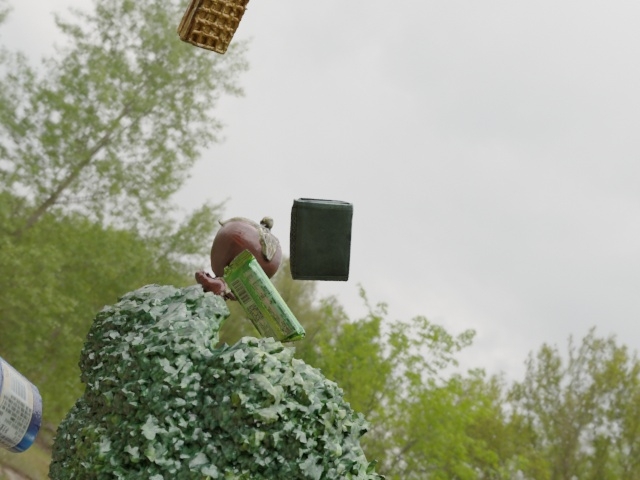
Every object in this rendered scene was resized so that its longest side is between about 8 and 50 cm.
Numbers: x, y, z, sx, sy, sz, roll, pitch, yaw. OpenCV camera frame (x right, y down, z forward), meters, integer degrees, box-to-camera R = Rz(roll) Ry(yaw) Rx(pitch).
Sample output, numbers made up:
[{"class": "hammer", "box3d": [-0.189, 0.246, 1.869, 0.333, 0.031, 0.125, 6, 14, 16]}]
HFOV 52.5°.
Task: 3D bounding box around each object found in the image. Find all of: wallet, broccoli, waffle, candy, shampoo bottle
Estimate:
[{"class": "wallet", "box3d": [0.000, 0.000, 0.924, 0.088, 0.026, 0.129, 2, -61, -1]}, {"class": "broccoli", "box3d": [-0.070, 0.154, 0.435, 0.269, 0.261, 0.241, -17, -14, 29]}, {"class": "waffle", "box3d": [-0.186, -0.416, 1.164, 0.042, 0.102, 0.148, 49, -59, 31]}, {"class": "candy", "box3d": [-0.100, 0.106, 1.115, 0.102, 0.032, 0.178, -36, -93, 44]}, {"class": "shampoo bottle", "box3d": [-0.358, 0.172, 0.708, 0.050, 0.087, 0.183, -4, -29, -4]}]

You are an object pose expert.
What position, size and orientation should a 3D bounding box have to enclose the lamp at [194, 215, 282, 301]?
[{"class": "lamp", "box3d": [-0.163, 0.047, 1.351, 0.151, 0.223, 0.215, 15, -2, 8]}]
